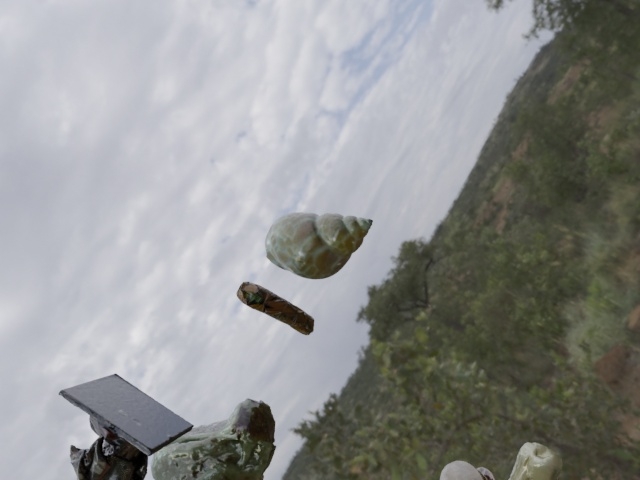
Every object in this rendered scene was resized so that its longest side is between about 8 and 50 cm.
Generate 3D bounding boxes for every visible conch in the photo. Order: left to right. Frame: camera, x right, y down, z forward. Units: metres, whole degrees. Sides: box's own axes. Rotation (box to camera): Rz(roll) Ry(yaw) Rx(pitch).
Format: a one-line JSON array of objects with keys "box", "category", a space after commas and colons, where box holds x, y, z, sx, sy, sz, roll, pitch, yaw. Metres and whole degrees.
[{"box": [-0.014, 0.005, 1.037, 0.106, 0.172, 0.116, 84, -149, -59], "category": "conch"}]

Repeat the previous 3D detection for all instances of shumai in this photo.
[{"box": [-0.225, 0.441, 1.378, 0.225, 0.260, 0.222, -74, -6, -85], "category": "shumai"}]

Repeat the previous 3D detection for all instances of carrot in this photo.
[{"box": [-0.118, 0.182, 1.695, 0.069, 0.228, 0.069, -56, 12, 19], "category": "carrot"}]

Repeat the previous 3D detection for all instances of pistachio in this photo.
[{"box": [0.319, 0.543, 1.337, 0.132, 0.129, 0.206, -63, 4, -1], "category": "pistachio"}]

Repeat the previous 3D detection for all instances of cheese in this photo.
[{"box": [0.306, 0.381, 0.938, 0.043, 0.064, 0.194, -27, -48, -42], "category": "cheese"}]

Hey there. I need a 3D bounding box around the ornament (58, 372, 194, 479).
[{"box": [-0.311, 0.319, 0.881, 0.196, 0.153, 0.166, -62, -11, 0], "category": "ornament"}]
